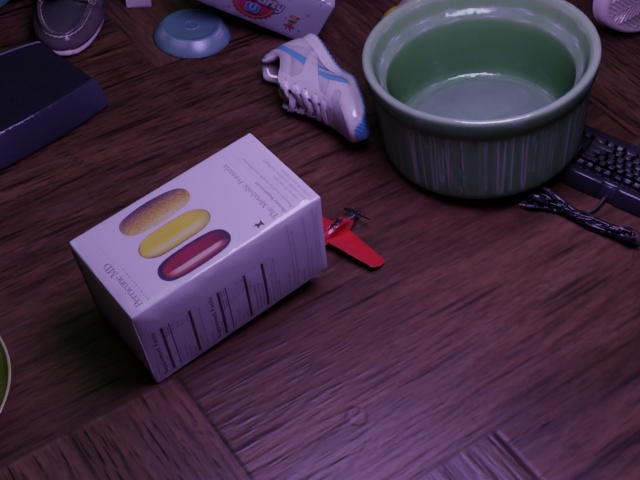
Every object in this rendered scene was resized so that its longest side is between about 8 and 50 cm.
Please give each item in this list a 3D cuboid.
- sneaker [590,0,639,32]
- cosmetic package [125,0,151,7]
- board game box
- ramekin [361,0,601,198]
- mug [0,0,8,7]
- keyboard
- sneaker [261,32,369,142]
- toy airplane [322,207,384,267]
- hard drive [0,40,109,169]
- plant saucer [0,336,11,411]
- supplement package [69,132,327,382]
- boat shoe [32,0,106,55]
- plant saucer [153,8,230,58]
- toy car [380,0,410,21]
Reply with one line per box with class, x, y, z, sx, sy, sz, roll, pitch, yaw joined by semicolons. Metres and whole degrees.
sneaker;0.521;-0.445;1.621;0.350;0.131;0.148;-28;47;-33
cosmetic package;-0.295;-0.430;1.597;0.041;0.060;0.115;-5;46;-6
board game box;-0.080;-0.475;1.552;0.224;0.097;0.303;19;52;-16
ramekin;0.211;-0.195;1.318;0.303;0.148;0.303;-5;46;5
mug;-0.487;-0.428;1.552;0.097;0.158;0.129;21;25;13
keyboard;0.387;-0.074;1.322;0.317;0.033;0.201;27;51;21
sneaker;-0.004;-0.202;1.391;0.092;0.087;0.229;-23;45;-14
toy airplane;0.000;0.000;1.232;0.151;0.028;0.151;1;46;-1
hard drive;-0.438;-0.181;1.359;0.172;0.054;0.254;36;55;27
plant saucer;-0.446;0.166;1.047;0.240;0.037;0.241;1;47;-1
supplement package;-0.130;0.018;1.117;0.244;0.134;0.139;-34;57;-20
boat shoe;-0.380;-0.421;1.559;0.112;0.095;0.335;5;47;2
plant saucer;-0.198;-0.323;1.528;0.119;0.021;0.119;1;47;-1
toy car;0.239;-0.361;1.564;0.225;0.053;0.239;30;53;23
